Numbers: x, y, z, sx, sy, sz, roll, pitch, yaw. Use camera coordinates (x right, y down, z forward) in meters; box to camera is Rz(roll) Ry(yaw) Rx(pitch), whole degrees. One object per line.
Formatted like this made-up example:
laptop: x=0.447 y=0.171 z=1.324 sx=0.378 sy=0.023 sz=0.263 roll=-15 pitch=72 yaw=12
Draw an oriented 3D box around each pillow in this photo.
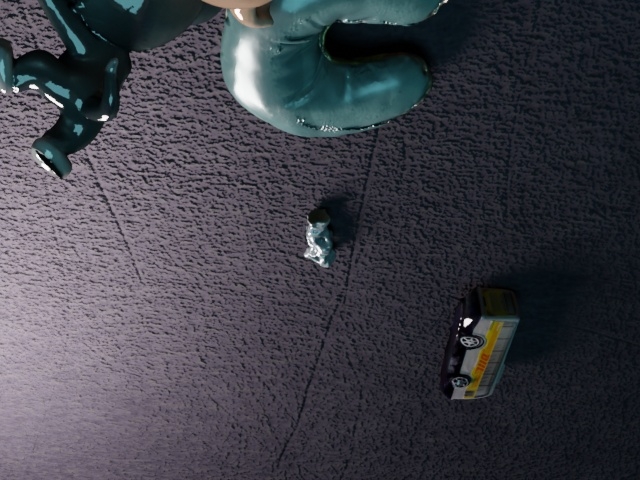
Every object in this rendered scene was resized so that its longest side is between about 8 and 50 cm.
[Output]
pillow: x=0.011 y=-0.186 z=1.220 sx=0.214 sy=0.086 sz=0.233 roll=1 pitch=139 yaw=-2

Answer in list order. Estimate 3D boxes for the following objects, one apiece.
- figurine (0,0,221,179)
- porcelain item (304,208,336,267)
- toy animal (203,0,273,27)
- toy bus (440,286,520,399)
figurine: x=-0.194 y=-0.191 z=1.121 sx=0.140 sy=0.265 sz=0.193 roll=6 pitch=160 yaw=36
porcelain item: x=0.000 y=0.000 z=1.464 sx=0.036 sy=0.028 sz=0.083 roll=17 pitch=141 yaw=16
toy animal: x=-0.038 y=-0.300 z=1.030 sx=0.166 sy=0.154 sz=0.250 roll=34 pitch=105 yaw=-17
toy bus: x=0.192 y=0.128 z=1.549 sx=0.072 sy=0.057 sz=0.172 roll=2 pitch=138 yaw=-6
